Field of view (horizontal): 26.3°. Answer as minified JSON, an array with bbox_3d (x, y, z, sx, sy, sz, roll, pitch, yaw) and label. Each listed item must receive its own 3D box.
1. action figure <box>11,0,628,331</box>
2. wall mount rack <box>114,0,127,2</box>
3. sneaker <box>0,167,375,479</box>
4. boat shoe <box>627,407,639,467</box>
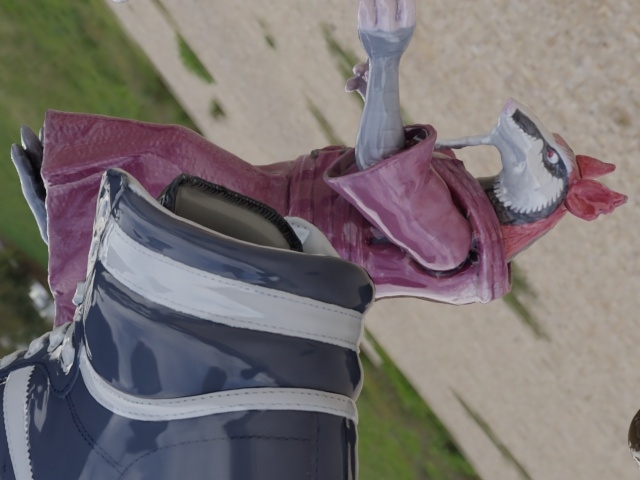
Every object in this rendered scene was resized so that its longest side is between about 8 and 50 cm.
[{"bbox_3d":[0.000,0.000,0.840,0.248,0.370,0.275,14,-105,-73],"label":"action figure"},{"bbox_3d":[-0.273,-0.112,0.624,0.304,0.350,0.130,29,-172,-23],"label":"wall mount rack"},{"bbox_3d":[-0.089,0.055,0.500,0.282,0.153,0.099,2,172,44],"label":"sneaker"},{"bbox_3d":[0.232,0.074,0.587,0.072,0.190,0.068,56,-153,-19],"label":"boat shoe"}]
